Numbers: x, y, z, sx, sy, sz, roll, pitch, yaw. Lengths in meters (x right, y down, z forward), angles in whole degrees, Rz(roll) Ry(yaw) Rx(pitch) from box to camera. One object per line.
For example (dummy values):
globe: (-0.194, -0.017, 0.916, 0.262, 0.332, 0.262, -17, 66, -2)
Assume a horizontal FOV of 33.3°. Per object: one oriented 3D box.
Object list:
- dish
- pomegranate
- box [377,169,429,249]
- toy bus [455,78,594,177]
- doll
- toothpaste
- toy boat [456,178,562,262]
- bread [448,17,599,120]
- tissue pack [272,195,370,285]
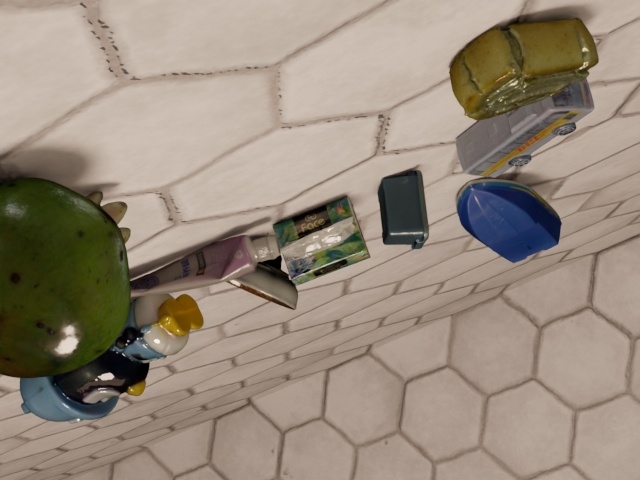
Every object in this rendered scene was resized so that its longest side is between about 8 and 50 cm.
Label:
dish: (-0.083, 0.034, 1.473, 0.141, 0.078, 0.141, 24, 174, 3)
pomegranate: (-0.251, 0.023, 0.991, 0.187, 0.187, 0.225, -27, -171, 28)
box: (0.109, -0.039, 1.423, 0.054, 0.099, 0.074, -4, 165, -4)
toy bus: (0.242, -0.140, 1.289, 0.075, 0.064, 0.190, 1, 158, -28)
doll: (-0.315, 0.176, 1.548, 0.314, 0.141, 0.177, -30, 176, 20)
toothpaste: (-0.198, 0.045, 1.398, 0.301, 0.048, 0.075, -15, -165, 7)
toy boat: (0.292, -0.047, 1.715, 0.129, 0.088, 0.295, -25, 156, 20)
bread: (0.210, -0.174, 1.083, 0.156, 0.064, 0.117, -15, 167, -18)
tissue pack: (0.001, 0.000, 1.430, 0.111, 0.085, 0.079, -21, 166, 4)
